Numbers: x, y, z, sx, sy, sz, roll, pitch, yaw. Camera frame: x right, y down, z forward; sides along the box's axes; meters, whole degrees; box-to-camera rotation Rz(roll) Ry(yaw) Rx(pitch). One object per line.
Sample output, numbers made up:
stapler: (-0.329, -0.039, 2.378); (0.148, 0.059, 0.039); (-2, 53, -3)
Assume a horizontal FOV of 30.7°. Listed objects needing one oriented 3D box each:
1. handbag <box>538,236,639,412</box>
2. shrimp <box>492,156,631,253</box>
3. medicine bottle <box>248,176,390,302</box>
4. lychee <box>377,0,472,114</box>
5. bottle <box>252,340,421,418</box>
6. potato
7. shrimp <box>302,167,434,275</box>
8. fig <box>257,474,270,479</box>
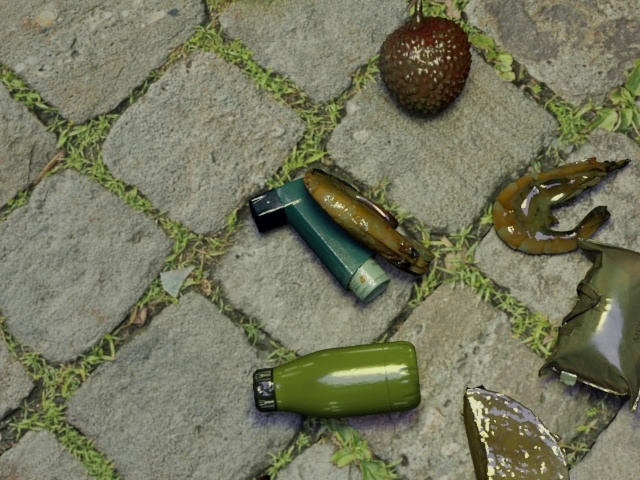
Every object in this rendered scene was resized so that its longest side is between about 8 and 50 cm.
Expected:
handbag: (0.458, 0.121, 1.852); (0.183, 0.117, 0.270); (18, 75, 18)
shrimp: (0.413, -0.057, 1.940); (0.254, 0.059, 0.145); (-15, 74, -1)
medicine bottle: (0.000, 0.000, 1.936); (0.124, 0.079, 0.258); (-38, 74, -16)
lychee: (0.176, -0.312, 1.981); (0.165, 0.165, 0.197); (-19, 113, -3)
bottle: (0.024, 0.225, 1.844); (0.260, 0.112, 0.112); (-6, 72, 2)
potato: (0.304, 0.343, 1.795); (0.138, 0.098, 0.243); (-8, 65, -3)
shrimp: (0.076, -0.038, 1.920); (0.253, 0.173, 0.058); (35, 107, -11)
fig: (0.022, 0.442, 1.749); (0.191, 0.190, 0.290); (-24, 58, -4)
